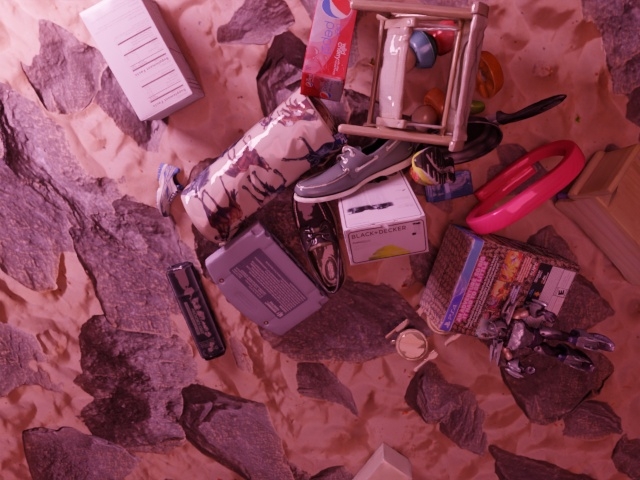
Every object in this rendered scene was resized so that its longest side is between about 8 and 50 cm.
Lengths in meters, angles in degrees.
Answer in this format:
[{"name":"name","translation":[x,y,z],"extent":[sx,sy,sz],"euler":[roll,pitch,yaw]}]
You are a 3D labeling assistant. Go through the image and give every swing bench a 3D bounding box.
[{"name":"swing bench","translation":[0.190,-0.325,0.973],"extent":[0.255,0.165,0.253],"euler":[14,110,23]}]

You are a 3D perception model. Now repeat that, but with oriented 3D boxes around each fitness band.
[{"name":"fitness band","translation":[0.461,-0.121,1.129],"extent":[0.291,0.209,0.054],"euler":[-39,103,8]}]

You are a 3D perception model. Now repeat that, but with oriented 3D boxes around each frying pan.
[{"name":"frying pan","translation":[0.336,-0.249,1.073],"extent":[0.197,0.326,0.053],"euler":[2,69,-20]}]

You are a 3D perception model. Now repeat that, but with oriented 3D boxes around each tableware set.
[{"name":"tableware set","translation":[0.285,0.243,1.318],"extent":[0.194,0.039,0.128],"euler":[-41,89,4]}]

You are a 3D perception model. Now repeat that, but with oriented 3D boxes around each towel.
[{"name":"towel","translation":[0.318,-0.134,1.220],"extent":[0.120,0.029,0.067],"euler":[-12,105,3]}]

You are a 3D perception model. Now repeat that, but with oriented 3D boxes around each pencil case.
[{"name":"pencil case","translation":[-0.134,-0.163,1.148],"extent":[0.410,0.160,0.183],"euler":[-38,115,10]}]

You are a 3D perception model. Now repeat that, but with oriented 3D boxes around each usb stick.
[{"name":"usb stick","translation":[-0.328,0.188,1.304],"extent":[0.077,0.045,0.278],"euler":[-19,104,-2]}]

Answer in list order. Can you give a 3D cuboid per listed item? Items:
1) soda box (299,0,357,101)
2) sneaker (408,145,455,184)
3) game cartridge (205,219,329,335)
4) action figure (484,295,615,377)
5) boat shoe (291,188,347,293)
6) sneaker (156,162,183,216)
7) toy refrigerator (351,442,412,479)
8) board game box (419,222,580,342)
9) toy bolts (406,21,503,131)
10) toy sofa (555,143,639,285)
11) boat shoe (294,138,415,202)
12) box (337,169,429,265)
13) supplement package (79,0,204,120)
[{"name":"soda box","translation":[0.023,-0.436,1.051],"extent":[0.092,0.083,0.263],"euler":[11,72,-3]},{"name":"sneaker","translation":[0.239,-0.158,1.119],"extent":[0.094,0.208,0.081],"euler":[-4,86,29]},{"name":"game cartridge","translation":[-0.139,0.107,1.243],"extent":[0.196,0.060,0.294],"euler":[-37,117,6]},{"name":"action figure","translation":[0.507,0.228,1.129],"extent":[0.285,0.099,0.185],"euler":[12,110,-9]},{"name":"boat shoe","translation":[0.000,0.000,1.225],"extent":[0.103,0.092,0.285],"euler":[-15,104,4]},{"name":"sneaker","translation":[-0.373,-0.122,1.219],"extent":[0.058,0.052,0.135],"euler":[6,105,-5]},{"name":"toy refrigerator","translation":[0.144,0.728,1.422],"extent":[0.102,0.094,0.269],"euler":[34,102,-1]},{"name":"board game box","translation":[0.431,0.114,1.206],"extent":[0.291,0.141,0.232],"euler":[14,105,-13]},{"name":"toy bolts","translation":[0.259,-0.360,1.074],"extent":[0.159,0.218,0.228],"euler":[-28,94,-3]},{"name":"toy sofa","translation":[0.768,-0.049,1.196],"extent":[0.362,0.177,0.150],"euler":[42,77,-10]},{"name":"boat shoe","translation":[0.074,-0.181,1.126],"extent":[0.320,0.116,0.099],"euler":[-24,121,-18]},{"name":"box","translation":[0.126,-0.067,1.100],"extent":[0.169,0.290,0.087],"euler":[-11,119,2]},{"name":"supplement package","translation":[-0.387,-0.406,1.096],"extent":[0.134,0.139,0.244],"euler":[-26,103,6]}]
